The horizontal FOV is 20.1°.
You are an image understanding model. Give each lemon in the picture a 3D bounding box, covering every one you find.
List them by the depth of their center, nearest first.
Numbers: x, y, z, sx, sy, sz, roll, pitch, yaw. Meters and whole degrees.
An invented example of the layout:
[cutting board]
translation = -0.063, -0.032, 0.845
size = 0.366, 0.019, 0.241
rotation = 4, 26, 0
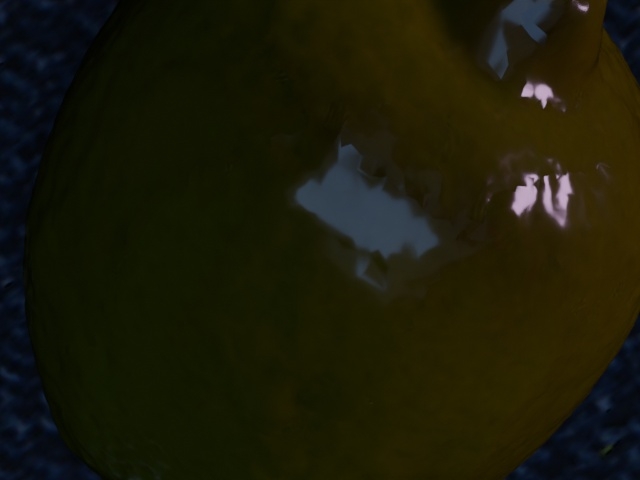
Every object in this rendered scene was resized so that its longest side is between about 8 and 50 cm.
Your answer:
[lemon]
translation = 0.000, 0.000, 0.553
size = 0.184, 0.184, 0.248
rotation = 32, 120, -7
